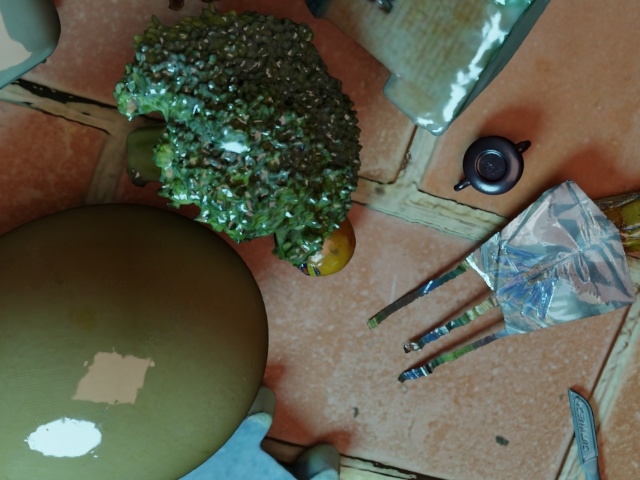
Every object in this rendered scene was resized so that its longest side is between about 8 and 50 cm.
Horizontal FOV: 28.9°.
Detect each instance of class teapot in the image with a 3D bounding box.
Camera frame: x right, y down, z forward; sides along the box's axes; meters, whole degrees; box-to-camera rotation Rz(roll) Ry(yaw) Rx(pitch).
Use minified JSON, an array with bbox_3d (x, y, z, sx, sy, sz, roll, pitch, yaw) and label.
[{"bbox_3d":[0.194,-0.084,1.404,0.100,0.045,0.068,-32,88,21],"label":"teapot"}]

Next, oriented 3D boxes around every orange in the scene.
[{"bbox_3d":[0.000,-0.001,1.382,0.083,0.083,0.084,-3,109,-8],"label":"orange"}]

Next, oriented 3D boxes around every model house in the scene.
[{"bbox_3d":[0.087,-0.323,1.246,0.325,0.194,0.267,36,131,5],"label":"model house"}]

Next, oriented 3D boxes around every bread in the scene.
[{"bbox_3d":[0.356,-0.018,1.449,0.106,0.053,0.072,-10,107,0],"label":"bread"}]

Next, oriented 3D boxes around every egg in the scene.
[{"bbox_3d":[-0.236,0.118,1.267,0.374,0.301,0.301,-16,111,8],"label":"egg"}]

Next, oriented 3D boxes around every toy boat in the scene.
[{"bbox_3d":[-0.139,0.323,1.471,0.330,0.123,0.215,-49,118,-3],"label":"toy boat"}]

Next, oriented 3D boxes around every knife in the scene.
[{"bbox_3d":[0.339,0.279,1.568,0.028,0.015,0.210,-11,110,1],"label":"knife"}]

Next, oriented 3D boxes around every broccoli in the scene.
[{"bbox_3d":[-0.074,-0.113,1.250,0.235,0.260,0.288,-30,114,-13],"label":"broccoli"}]

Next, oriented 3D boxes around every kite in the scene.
[{"bbox_3d":[0.203,0.053,1.448,0.310,0.015,0.169,-24,106,10],"label":"kite"}]

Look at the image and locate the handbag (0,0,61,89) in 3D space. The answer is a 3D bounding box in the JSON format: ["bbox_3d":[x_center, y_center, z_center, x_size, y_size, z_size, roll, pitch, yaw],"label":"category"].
[{"bbox_3d":[-0.410,-0.262,1.176,0.241,0.109,0.315,-33,125,0],"label":"handbag"}]

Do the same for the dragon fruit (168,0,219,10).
[{"bbox_3d":[-0.154,-0.359,1.144,0.244,0.244,0.299,-37,94,5],"label":"dragon fruit"}]
